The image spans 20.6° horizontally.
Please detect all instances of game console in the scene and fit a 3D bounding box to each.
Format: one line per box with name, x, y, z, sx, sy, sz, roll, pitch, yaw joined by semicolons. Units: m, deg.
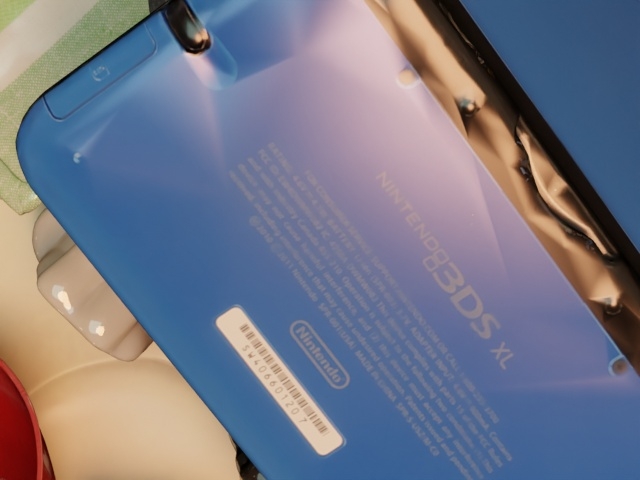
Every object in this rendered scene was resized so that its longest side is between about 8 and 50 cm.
game console;0.062;-0.021;0.753;0.250;0.173;0.293;-34;103;14

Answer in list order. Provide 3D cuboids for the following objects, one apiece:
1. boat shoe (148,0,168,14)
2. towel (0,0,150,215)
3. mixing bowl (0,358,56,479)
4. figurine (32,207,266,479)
boat shoe;-0.061;-0.058;0.759;0.083;0.065;0.183;-23;91;-5
towel;-0.171;-0.207;0.839;0.248;0.038;0.325;-43;91;10
mixing bowl;-0.195;0.143;0.846;0.181;0.098;0.181;-10;58;16
figurine;0.000;0.000;0.831;0.215;0.092;0.209;44;93;0
